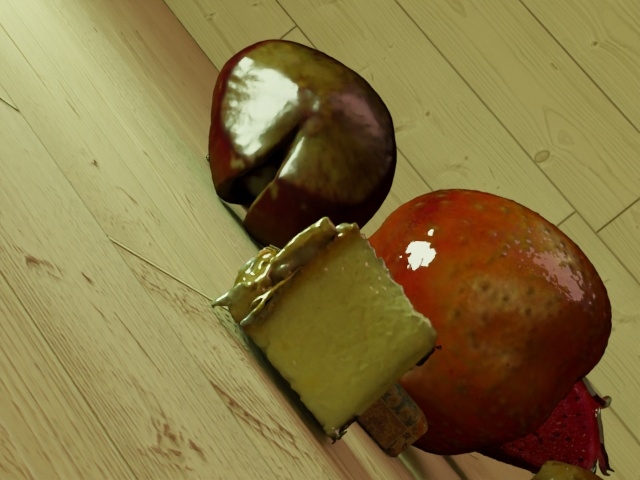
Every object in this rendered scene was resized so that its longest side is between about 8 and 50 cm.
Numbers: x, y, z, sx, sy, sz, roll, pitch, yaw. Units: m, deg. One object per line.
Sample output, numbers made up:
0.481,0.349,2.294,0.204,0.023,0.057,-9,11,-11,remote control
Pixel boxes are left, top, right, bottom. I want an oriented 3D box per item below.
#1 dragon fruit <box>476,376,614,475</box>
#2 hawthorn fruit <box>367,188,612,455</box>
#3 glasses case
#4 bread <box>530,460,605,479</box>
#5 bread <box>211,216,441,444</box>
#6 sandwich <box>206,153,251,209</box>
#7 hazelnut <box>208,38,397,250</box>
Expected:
0.257,0.207,1.856,0.274,0.161,0.126,21,-10,4,dragon fruit
0.137,0.079,1.485,0.299,0.275,0.275,32,1,6,hawthorn fruit
0.013,0.100,1.312,0.218,0.049,0.075,50,4,-25,glasses case
0.367,0.420,1.762,0.344,0.149,0.195,49,3,-31,bread
-0.001,0.069,1.105,0.147,0.127,0.152,51,-14,3,bread
-0.105,-0.073,1.812,0.101,0.026,0.069,52,2,-3,sandwich
-0.027,-0.108,1.641,0.251,0.217,0.217,62,6,12,hazelnut
